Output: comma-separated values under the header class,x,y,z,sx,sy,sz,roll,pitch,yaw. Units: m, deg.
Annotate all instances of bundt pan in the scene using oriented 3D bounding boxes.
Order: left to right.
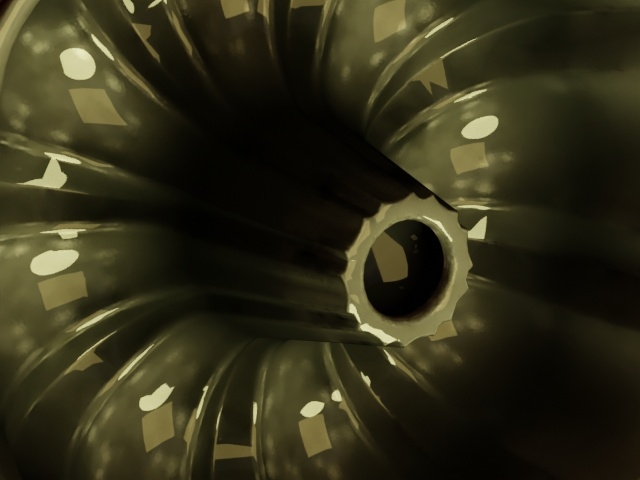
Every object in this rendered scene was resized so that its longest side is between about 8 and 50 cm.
class,x,y,z,sx,sy,sz,roll,pitch,yaw
bundt pan,0.000,0.000,0.494,0.331,0.124,0.331,-7,104,-30

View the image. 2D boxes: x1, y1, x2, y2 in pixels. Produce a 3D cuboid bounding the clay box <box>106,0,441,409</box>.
class,x,y,z,sx,sy,sz,roll,pitch,yaw
clay box,-0.018,-0.041,0.579,0.127,0.053,0.222,15,92,-34
